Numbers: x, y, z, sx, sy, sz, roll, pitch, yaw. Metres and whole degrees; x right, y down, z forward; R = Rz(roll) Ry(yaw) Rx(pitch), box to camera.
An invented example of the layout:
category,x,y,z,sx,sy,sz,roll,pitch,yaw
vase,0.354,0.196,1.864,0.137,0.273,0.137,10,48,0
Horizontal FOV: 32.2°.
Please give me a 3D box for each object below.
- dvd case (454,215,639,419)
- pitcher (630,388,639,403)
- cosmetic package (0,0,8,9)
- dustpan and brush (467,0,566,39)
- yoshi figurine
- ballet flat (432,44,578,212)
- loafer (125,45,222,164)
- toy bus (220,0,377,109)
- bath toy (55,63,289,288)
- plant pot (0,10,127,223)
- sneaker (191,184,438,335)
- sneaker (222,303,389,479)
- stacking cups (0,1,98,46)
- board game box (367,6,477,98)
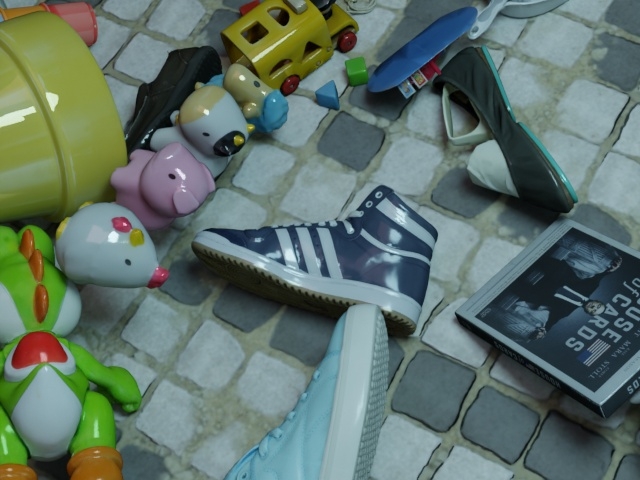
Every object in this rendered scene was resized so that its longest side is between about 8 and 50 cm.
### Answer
category,x,y,z,sx,sy,sz,roll,pitch,yaw
dvd case,0.282,0.074,1.197,0.179,0.029,0.239,-40,35,-12
pitcher,0.383,0.144,1.154,0.178,0.125,0.207,4,51,28
cosmetic package,-0.677,-0.428,1.535,0.328,0.329,0.393,-28,60,-4
dustpan and brush,0.251,-0.325,1.455,0.147,0.060,0.211,27,70,22
yoshi figurine,-0.325,0.160,1.253,0.203,0.203,0.362,-28,57,18
ballet flat,0.212,-0.121,1.344,0.096,0.095,0.280,-28,50,7
loafer,-0.208,-0.165,1.457,0.078,0.080,0.220,14,60,28
toy bus,-0.031,-0.283,1.462,0.191,0.104,0.202,1,63,11
bath toy,-0.168,-0.070,1.301,0.129,0.151,0.348,25,49,12
plant pot,-0.396,-0.122,1.322,0.239,0.254,0.254,-25,57,-31
sneaker,0.000,0.000,1.306,0.282,0.099,0.153,17,71,12
sneaker,-0.027,0.229,1.157,0.150,0.135,0.365,10,69,12
stacking cups,-0.459,-0.277,1.486,0.316,0.096,0.096,-18,57,-28
board game box,0.137,-0.232,1.413,0.169,0.033,0.133,-38,19,3
